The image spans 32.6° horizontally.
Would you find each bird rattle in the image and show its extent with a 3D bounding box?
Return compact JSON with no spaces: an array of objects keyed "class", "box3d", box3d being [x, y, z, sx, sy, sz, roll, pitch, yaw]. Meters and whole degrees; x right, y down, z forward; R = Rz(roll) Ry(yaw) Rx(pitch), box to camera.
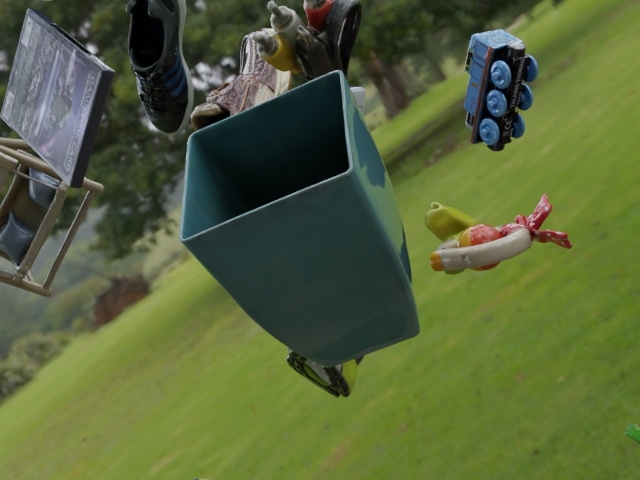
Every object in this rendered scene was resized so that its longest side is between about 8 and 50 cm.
[{"class":"bird rattle","box3d":[0.295,0.011,1.885,0.253,0.143,0.207,0,17,28]}]

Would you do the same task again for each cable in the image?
[{"class":"cable","box3d":[0.003,-0.225,1.413,0.139,0.072,0.287,-44,-24,-8]}]

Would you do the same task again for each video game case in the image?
[{"class":"video game case","box3d":[-0.423,-0.230,1.739,0.026,0.274,0.196,1,-63,-43]}]

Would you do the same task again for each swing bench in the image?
[{"class":"swing bench","box3d":[-0.575,-0.058,1.983,0.165,0.254,0.253,48,116,45]}]

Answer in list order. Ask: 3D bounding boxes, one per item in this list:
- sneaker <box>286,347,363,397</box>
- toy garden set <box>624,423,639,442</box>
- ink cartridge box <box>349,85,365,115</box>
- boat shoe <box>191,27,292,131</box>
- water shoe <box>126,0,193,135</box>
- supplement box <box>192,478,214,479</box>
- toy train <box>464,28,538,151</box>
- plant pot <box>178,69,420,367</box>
[{"class":"sneaker","box3d":[0.011,0.081,1.346,0.121,0.111,0.300,-61,-15,-25]},{"class":"toy garden set","box3d":[0.608,0.350,1.656,0.244,0.204,0.049,28,87,41]},{"class":"ink cartridge box","box3d":[-0.024,-0.099,1.916,0.071,0.330,0.324,11,14,25]},{"class":"boat shoe","box3d":[-0.108,-0.163,1.446,0.123,0.123,0.342,110,163,-50]},{"class":"water shoe","box3d":[-0.200,-0.207,1.296,0.073,0.203,0.080,13,37,18]},{"class":"supplement box","box3d":[-0.196,0.441,1.817,0.083,0.056,0.083,-40,-38,26]},{"class":"toy train","box3d":[0.269,-0.229,1.680,0.080,0.184,0.105,-16,41,-28]},{"class":"plant pot","box3d":[0.000,0.000,1.045,0.165,0.234,0.166,-22,37,15]}]
